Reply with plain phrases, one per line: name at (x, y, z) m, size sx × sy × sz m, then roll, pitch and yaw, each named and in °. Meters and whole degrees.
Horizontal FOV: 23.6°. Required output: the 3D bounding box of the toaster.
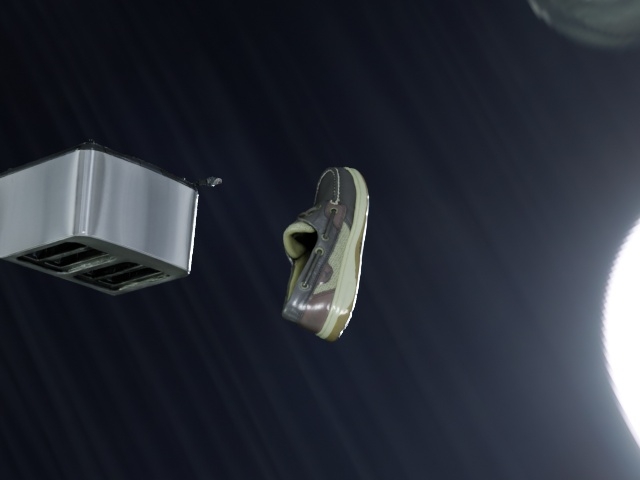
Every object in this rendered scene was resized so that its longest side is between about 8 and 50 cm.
toaster at (-0.230, -0.022, 1.607) m, size 0.186 × 0.110 × 0.168 m, roll -15°, pitch -25°, yaw 38°

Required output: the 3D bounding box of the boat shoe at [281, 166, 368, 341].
boat shoe at (-0.001, 0.001, 1.545) m, size 0.073 × 0.223 × 0.080 m, roll 20°, pitch -45°, yaw -17°
